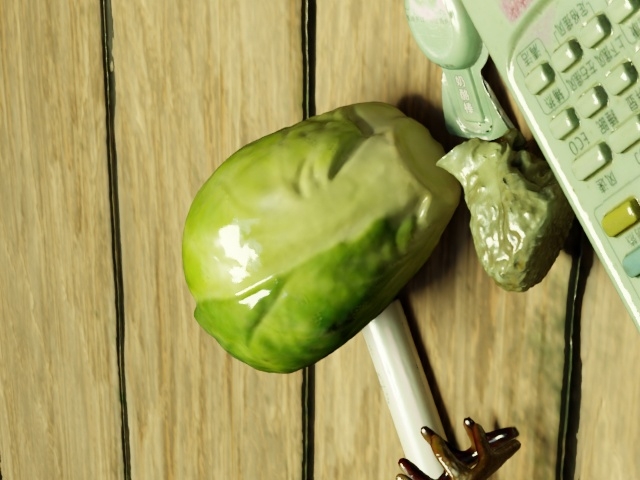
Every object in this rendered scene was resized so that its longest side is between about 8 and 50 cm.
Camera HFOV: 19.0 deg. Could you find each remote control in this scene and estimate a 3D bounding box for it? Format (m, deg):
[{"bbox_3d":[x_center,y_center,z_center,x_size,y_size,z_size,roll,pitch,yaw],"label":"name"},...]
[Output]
[{"bbox_3d":[0.174,-0.045,0.948,0.344,0.050,0.145,62,147,10],"label":"remote control"}]

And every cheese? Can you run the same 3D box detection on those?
[{"bbox_3d":[0.075,-0.111,1.078,0.067,0.026,0.120,14,127,52],"label":"cheese"}]

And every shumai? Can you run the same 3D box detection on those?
[{"bbox_3d":[0.096,-0.021,1.045,0.080,0.083,0.082,27,95,16],"label":"shumai"}]

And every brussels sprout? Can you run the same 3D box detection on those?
[{"bbox_3d":[-0.007,0.002,1.145,0.131,0.145,0.183,62,143,20],"label":"brussels sprout"}]

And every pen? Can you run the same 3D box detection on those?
[{"bbox_3d":[0.077,0.163,1.224,0.033,0.033,0.269,-15,94,58],"label":"pen"}]

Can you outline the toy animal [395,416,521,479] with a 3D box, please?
[{"bbox_3d":[0.089,0.263,1.172,0.260,0.087,0.243,49,117,6],"label":"toy animal"}]
